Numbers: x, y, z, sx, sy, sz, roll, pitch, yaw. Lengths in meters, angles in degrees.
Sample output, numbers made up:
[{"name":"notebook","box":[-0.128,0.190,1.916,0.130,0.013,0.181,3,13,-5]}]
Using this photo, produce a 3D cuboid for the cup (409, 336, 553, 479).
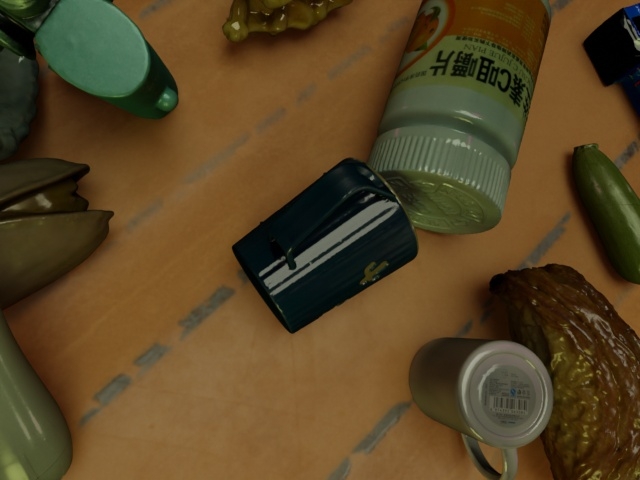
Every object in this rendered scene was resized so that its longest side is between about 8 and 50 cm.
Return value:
[{"name":"cup","box":[0.171,0.166,0.514,0.099,0.133,0.136,-38,88,-14]}]

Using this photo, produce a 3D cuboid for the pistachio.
[{"name":"pistachio","box":[-0.297,-0.005,0.447,0.206,0.131,0.129,-30,94,-20]}]

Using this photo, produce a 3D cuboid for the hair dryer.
[{"name":"hair dryer","box":[-0.346,0.129,0.412,0.237,0.075,0.206,-6,115,5]}]

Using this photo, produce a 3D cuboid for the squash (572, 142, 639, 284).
[{"name":"squash","box":[0.387,-0.037,0.648,0.066,0.066,0.201,-18,79,-16]}]

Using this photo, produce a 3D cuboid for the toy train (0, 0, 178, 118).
[{"name":"toy train","box":[-0.200,-0.175,0.457,0.159,0.248,0.101,37,92,-15]}]

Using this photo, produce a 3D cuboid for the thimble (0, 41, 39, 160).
[{"name":"thimble","box":[-0.360,-0.157,0.411,0.172,0.205,0.250,-8,41,-9]}]

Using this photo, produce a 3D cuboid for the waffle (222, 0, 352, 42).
[{"name":"waffle","box":[-0.081,-0.403,0.577,0.261,0.151,0.324,-40,92,-23]}]

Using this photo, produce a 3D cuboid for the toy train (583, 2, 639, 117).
[{"name":"toy train","box":[0.483,-0.236,0.704,0.131,0.083,0.204,-21,81,-17]}]

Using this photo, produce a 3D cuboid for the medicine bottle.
[{"name":"medicine bottle","box":[0.166,-0.180,0.578,0.158,0.158,0.318,22,73,-8]}]

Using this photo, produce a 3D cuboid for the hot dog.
[{"name":"hot dog","box":[0.277,0.146,0.532,0.114,0.175,0.259,-18,84,7]}]

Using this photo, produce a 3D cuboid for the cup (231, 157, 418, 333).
[{"name":"cup","box":[0.000,0.000,0.497,0.155,0.176,0.131,-35,67,-12]}]
